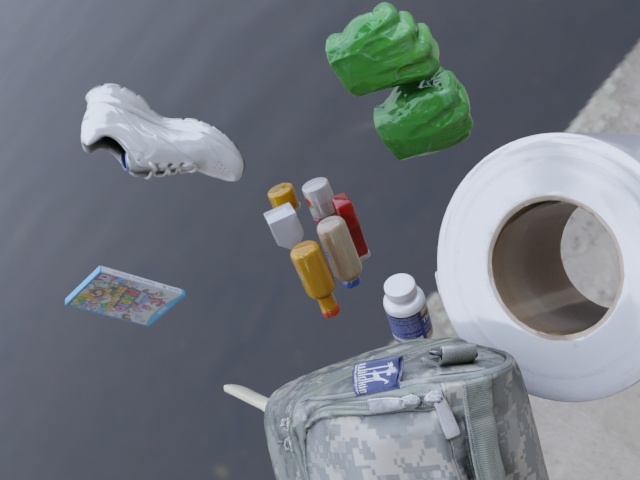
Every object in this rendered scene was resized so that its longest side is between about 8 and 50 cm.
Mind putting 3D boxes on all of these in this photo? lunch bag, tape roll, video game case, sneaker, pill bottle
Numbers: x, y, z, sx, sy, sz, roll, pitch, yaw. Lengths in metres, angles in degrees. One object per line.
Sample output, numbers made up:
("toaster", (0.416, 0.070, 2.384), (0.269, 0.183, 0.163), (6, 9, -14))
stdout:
("lunch bag", (0.099, 0.234, 0.835), (0.256, 0.213, 0.305), (-15, 89, 68))
("tape roll", (0.257, 0.018, 0.939), (0.246, 0.169, 0.246), (5, 98, 36))
("video game case", (-0.333, 0.098, 1.671), (0.119, 0.166, 0.015), (-39, 47, 35))
("sneaker", (-0.275, -0.155, 1.687), (0.111, 0.297, 0.129), (132, 154, -58))
("pill bottle", (0.137, 0.110, 1.549), (0.067, 0.120, 0.067), (-11, 42, 10))

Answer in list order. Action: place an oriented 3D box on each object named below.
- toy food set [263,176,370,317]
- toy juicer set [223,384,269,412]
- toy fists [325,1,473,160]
("toy food set", (0.000, 0.000, 1.329), (0.111, 0.104, 0.232), (-24, 27, -5))
("toy juicer set", (0.013, 0.322, 1.638), (0.209, 0.329, 0.089), (17, 93, 67))
("toy fists", (0.133, -0.238, 1.474), (0.142, 0.279, 0.096), (-14, 44, 29))
